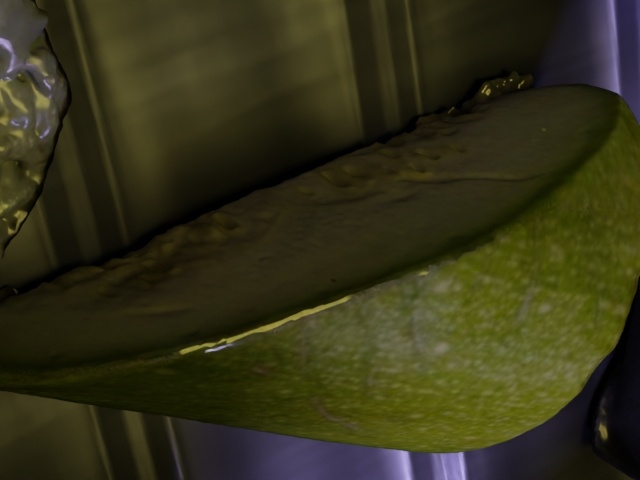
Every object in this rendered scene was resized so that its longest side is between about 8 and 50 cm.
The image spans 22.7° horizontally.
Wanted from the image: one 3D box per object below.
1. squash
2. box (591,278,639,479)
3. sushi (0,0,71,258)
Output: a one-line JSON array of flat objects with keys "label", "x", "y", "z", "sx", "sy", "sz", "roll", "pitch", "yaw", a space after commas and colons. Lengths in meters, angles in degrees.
[{"label": "squash", "x": 0.000, "y": 0.000, "z": 0.558, "sx": 0.252, "sy": 0.093, "sz": 0.169, "roll": 14, "pitch": 103, "yaw": -40}, {"label": "box", "x": 0.348, "y": 0.036, "z": 0.727, "sx": 0.345, "sy": 0.251, "sz": 0.204, "roll": -4, "pitch": 112, "yaw": -35}, {"label": "sushi", "x": -0.135, "y": -0.018, "z": 0.461, "sx": 0.090, "sy": 0.078, "sz": 0.150, "roll": 16, "pitch": 99, "yaw": -46}]
